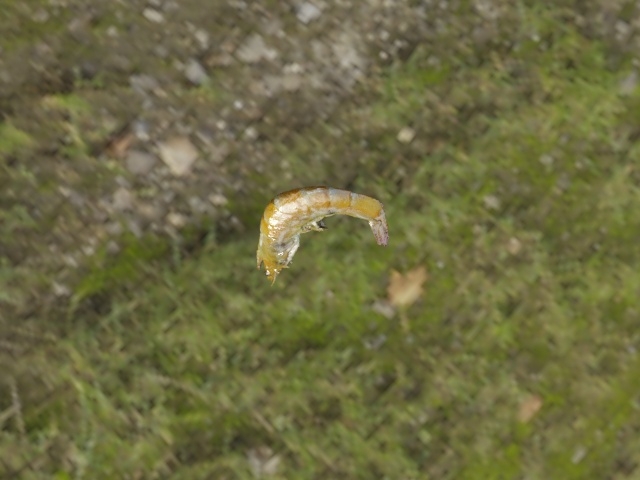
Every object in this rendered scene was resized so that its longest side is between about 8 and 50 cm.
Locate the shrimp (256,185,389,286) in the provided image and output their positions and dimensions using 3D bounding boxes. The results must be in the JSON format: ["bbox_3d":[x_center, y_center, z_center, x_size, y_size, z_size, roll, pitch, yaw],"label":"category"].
[{"bbox_3d":[0.000,0.000,1.065,0.083,0.023,0.114,4,149,-13],"label":"shrimp"}]
